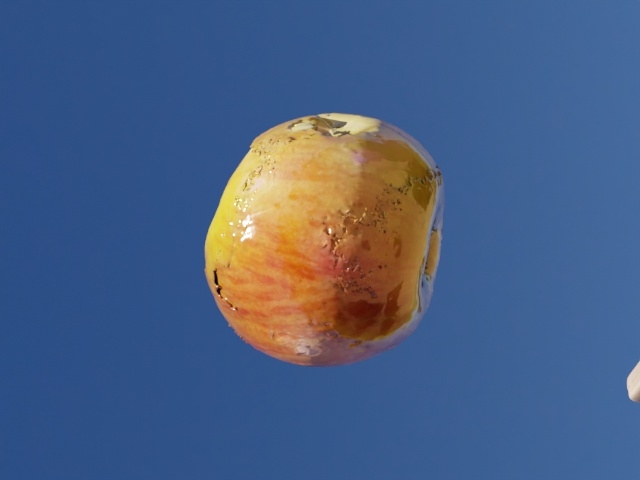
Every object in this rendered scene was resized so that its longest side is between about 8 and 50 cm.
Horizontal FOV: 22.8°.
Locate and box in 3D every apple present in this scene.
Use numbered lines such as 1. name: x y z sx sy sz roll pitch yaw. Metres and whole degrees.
1. apple: 0.000 0.000 0.876 0.146 0.146 0.147 8 -100 -51

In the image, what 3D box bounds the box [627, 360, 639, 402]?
1. box: 0.267 0.085 1.162 0.048 0.115 0.025 14 -129 -9
